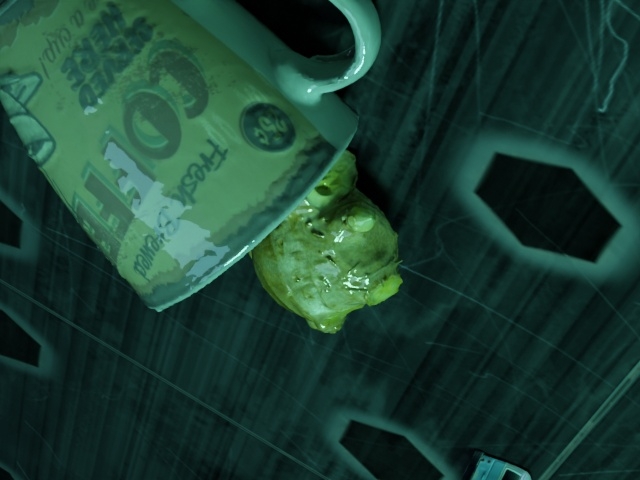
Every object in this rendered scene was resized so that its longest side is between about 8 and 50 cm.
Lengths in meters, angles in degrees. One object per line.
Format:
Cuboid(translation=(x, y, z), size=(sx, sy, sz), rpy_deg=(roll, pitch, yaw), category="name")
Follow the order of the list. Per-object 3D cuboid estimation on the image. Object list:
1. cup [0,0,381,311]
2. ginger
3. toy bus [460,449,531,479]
Cuboid(translation=(-0.106, -0.129, 1.379), size=(0.301, 0.227, 0.257), rpy_deg=(-35, 107, 28), category="cup")
Cuboid(translation=(0.000, 0.000, 1.550), size=(0.157, 0.102, 0.216), rpy_deg=(63, 151, -1), category="ginger")
Cuboid(translation=(0.181, 0.274, 1.823), size=(0.075, 0.060, 0.123), rpy_deg=(14, 143, 25), category="toy bus")
